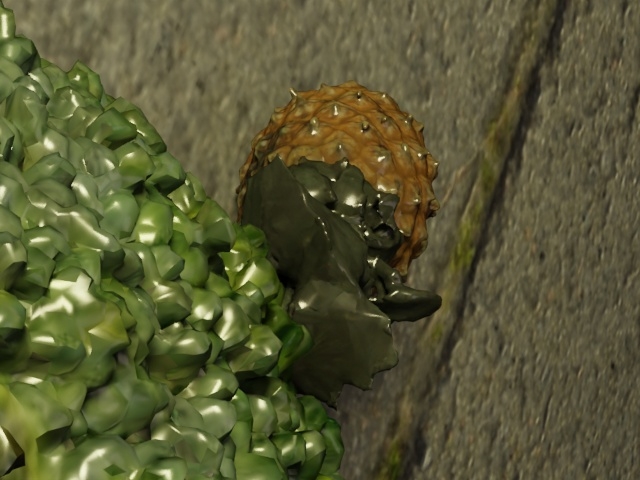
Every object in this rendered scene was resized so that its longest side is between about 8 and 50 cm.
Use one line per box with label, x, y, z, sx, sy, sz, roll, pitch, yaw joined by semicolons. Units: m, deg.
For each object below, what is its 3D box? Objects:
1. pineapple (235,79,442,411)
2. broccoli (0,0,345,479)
pineapple;0.000;0.000;0.800;0.237;0.119;0.111;-79;-166;-69
broccoli;-0.118;0.058;0.560;0.334;0.324;0.272;-52;164;-73
